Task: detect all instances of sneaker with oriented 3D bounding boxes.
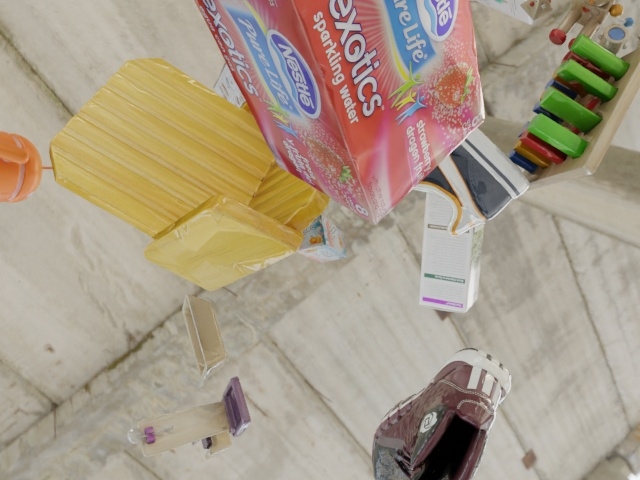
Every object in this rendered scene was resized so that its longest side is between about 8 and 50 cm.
[{"bbox_3d":[0.121,0.266,0.721,0.106,0.162,0.281,31,-57,8],"label":"sneaker"},{"bbox_3d":[0.109,-0.143,0.746,0.127,0.126,0.321,-44,-97,14],"label":"sneaker"}]

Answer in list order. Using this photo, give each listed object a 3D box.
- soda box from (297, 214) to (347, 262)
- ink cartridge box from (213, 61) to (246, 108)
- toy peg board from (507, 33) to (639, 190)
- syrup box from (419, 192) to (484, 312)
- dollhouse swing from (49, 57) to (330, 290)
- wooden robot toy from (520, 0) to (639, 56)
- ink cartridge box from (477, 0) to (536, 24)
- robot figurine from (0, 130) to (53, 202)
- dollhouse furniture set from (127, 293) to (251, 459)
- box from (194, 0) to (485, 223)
[{"bbox_3d":[0.000,0.000,1.122,0.063,0.183,0.058,-12,-101,12],"label":"soda box"},{"bbox_3d":[-0.019,-0.260,1.209,0.272,0.130,0.309,-32,-87,-24],"label":"ink cartridge box"},{"bbox_3d":[0.287,-0.156,0.702,0.079,0.160,0.161,31,-96,-5],"label":"toy peg board"},{"bbox_3d":[0.247,0.006,1.089,0.093,0.096,0.237,-21,-64,-59],"label":"syrup box"},{"bbox_3d":[-0.159,-0.165,0.849,0.305,0.315,0.347,41,-128,-21],"label":"dollhouse swing"},{"bbox_3d":[0.318,-0.266,0.673,0.076,0.173,0.079,-54,-18,-12],"label":"wooden robot toy"},{"bbox_3d":[0.285,-0.633,1.175,0.151,0.395,0.270,-56,-28,4],"label":"ink cartridge box"},{"bbox_3d":[-0.574,-0.127,0.991,0.219,0.128,0.158,0,-48,-55],"label":"robot figurine"},{"bbox_3d":[-0.117,0.111,0.456,0.081,0.114,0.091,-9,-28,-25],"label":"dollhouse furniture set"},{"bbox_3d":[0.008,-0.152,0.374,0.128,0.122,0.257,-43,-41,-15],"label":"box"}]
